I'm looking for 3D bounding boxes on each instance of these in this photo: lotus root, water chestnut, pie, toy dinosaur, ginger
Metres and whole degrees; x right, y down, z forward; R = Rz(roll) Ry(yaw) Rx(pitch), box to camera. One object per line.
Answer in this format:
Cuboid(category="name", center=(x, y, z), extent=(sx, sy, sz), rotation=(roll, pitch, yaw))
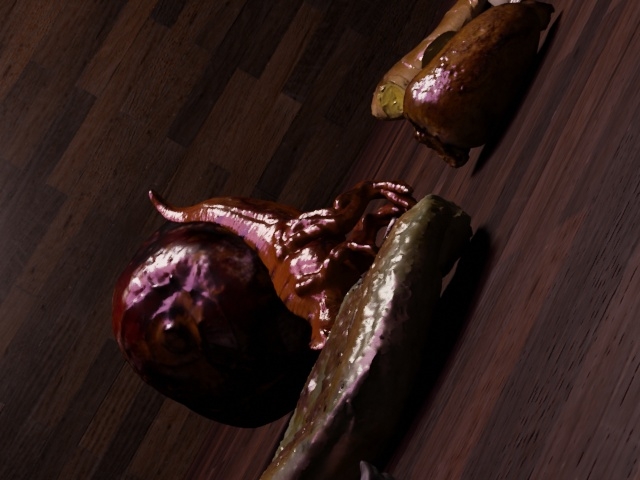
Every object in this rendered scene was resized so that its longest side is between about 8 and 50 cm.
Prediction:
Cuboid(category="lotus root", center=(0.154, -0.166, 1.356), extent=(0.108, 0.094, 0.190), rotation=(24, 77, 52))
Cuboid(category="water chestnut", center=(-0.100, 0.074, 1.643), extent=(0.289, 0.289, 0.244), rotation=(123, 146, -51))
Cuboid(category="pie", center=(0.033, 0.096, 1.100), extent=(0.302, 0.067, 0.302), rotation=(-61, 3, 5))
Cuboid(category="toy dinosaur", center=(0.000, 0.000, 1.458), extent=(0.208, 0.097, 0.432), rotation=(-30, 32, -16))
Cuboid(category="ginger", center=(0.188, -0.304, 2.249), extent=(0.294, 0.086, 0.131), rotation=(-52, -6, -1))

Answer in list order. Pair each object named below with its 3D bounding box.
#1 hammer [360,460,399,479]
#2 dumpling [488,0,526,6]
Cuboid(category="hammer", center=(-0.007, 0.225, 0.926), extent=(0.103, 0.029, 0.246), rotation=(-63, 3, -38))
Cuboid(category="dumpling", center=(0.231, -0.309, 1.723), extent=(0.076, 0.052, 0.057), rotation=(-48, -19, -51))
